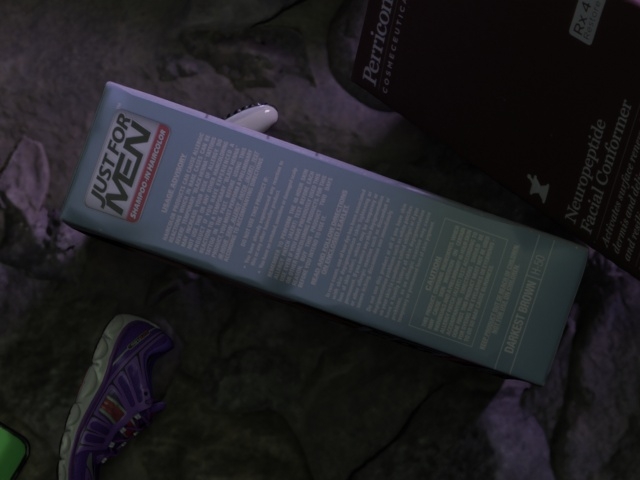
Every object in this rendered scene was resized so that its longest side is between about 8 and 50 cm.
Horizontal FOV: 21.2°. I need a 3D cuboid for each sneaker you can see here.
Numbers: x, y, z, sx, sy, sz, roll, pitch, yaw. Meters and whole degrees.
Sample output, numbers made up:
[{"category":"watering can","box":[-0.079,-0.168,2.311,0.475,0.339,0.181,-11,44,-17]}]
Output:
[{"category":"sneaker","box":[-0.167,0.144,1.387,0.071,0.068,0.170,20,77,2]},{"category":"sneaker","box":[-0.093,-0.050,1.442,0.161,0.057,0.075,-35,94,-7]}]

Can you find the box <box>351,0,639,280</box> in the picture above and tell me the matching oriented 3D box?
[{"category":"box","box":[0.206,-0.129,1.282,0.143,0.191,0.381,-13,38,-37]}]

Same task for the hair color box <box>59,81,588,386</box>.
[{"category":"hair color box","box":[0.000,0.000,1.320,0.374,0.185,0.114,20,86,-1]}]

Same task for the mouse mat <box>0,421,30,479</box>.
[{"category":"mouse mat","box":[-0.354,0.187,1.415,0.189,0.007,0.153,30,80,8]}]
